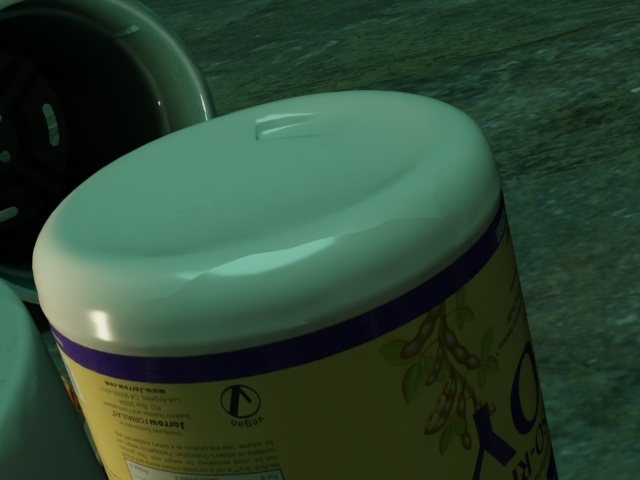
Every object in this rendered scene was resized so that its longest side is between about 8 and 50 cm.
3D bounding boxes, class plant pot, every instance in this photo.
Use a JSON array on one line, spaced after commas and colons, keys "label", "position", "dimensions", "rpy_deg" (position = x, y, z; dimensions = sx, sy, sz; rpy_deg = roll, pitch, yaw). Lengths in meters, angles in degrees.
[{"label": "plant pot", "position": [-0.346, -0.111, 1.389], "dimensions": [0.341, 0.341, 0.334], "rpy_deg": [-29, 19, -28]}]

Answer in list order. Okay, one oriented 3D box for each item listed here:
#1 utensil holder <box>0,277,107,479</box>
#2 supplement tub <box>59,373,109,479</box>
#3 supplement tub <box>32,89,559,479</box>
[{"label": "utensil holder", "position": [-0.181, 0.240, 0.422], "dimensions": [0.327, 0.385, 0.327], "rpy_deg": [-12, 25, 6]}, {"label": "supplement tub", "position": [-0.176, 0.186, 0.771], "dimensions": [0.117, 0.190, 0.117], "rpy_deg": [-12, 24, 5]}, {"label": "supplement tub", "position": [0.005, 0.109, 0.662], "dimensions": [0.241, 0.331, 0.241], "rpy_deg": [-13, 24, 6]}]
